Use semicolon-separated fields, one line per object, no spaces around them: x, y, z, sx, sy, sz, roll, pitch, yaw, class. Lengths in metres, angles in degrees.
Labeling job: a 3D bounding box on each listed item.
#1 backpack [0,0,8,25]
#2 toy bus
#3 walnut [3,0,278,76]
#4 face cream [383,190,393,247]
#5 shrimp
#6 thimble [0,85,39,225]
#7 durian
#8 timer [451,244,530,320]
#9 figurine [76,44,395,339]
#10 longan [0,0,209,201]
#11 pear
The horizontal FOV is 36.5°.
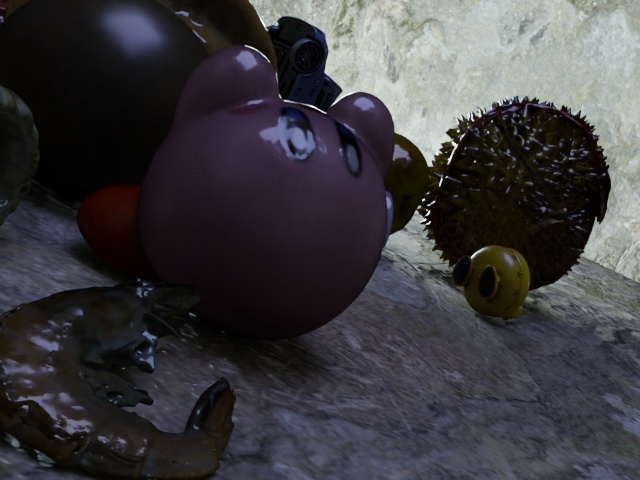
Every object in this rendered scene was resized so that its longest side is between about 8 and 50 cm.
-0.591;-0.375;1.703;0.229;0.139;0.229;18;14;-5;backpack
-0.061;-0.209;1.578;0.133;0.292;0.125;18;11;-40;toy bus
-0.274;-0.272;1.415;0.383;0.384;0.383;22;10;-4;walnut
-0.035;-0.046;1.425;0.273;0.096;0.154;7;17;-10;face cream
-0.119;0.087;0.640;0.173;0.058;0.253;34;16;16;shrimp
-0.330;-0.091;0.789;0.143;0.137;0.190;30;-14;12;thimble
0.328;-0.087;1.656;0.347;0.348;0.384;26;10;16;durian
0.262;0.062;1.415;0.109;0.107;0.107;11;15;-35;timer
-0.055;-0.007;0.875;0.269;0.261;0.211;19;39;-27;figurine
-0.246;-0.160;1.089;0.258;0.258;0.258;22;10;-4;longan
0.078;-0.094;1.573;0.200;0.200;0.200;22;10;-4;pear
